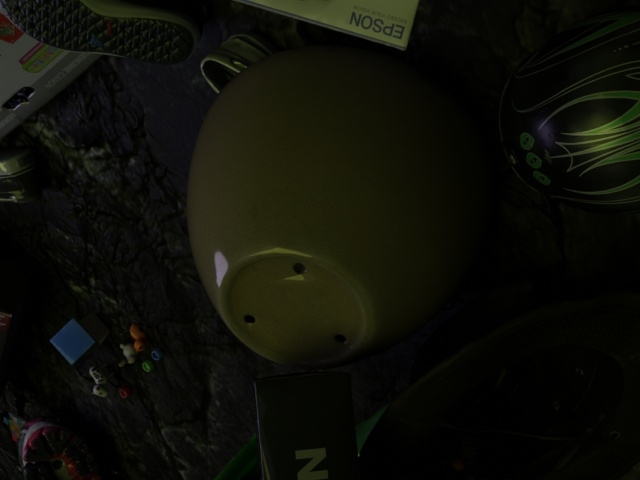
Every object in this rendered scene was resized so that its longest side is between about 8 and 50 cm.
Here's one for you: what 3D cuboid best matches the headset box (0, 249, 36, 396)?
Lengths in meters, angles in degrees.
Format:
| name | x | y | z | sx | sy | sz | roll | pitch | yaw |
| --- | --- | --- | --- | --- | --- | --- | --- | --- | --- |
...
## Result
| name | x | y | z | sx | sy | sz | roll | pitch | yaw |
| --- | --- | --- | --- | --- | --- | --- | --- | --- | --- |
| headset box | -0.509 | 0.103 | 1.531 | 0.218 | 0.110 | 0.293 | 19 | 131 | -8 |

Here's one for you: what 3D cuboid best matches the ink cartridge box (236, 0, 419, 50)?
| name | x | y | z | sx | sy | sz | roll | pitch | yaw |
| --- | --- | --- | --- | --- | --- | --- | --- | --- | --- |
| ink cartridge box | 0.009 | -0.281 | 0.948 | 0.206 | 0.045 | 0.208 | 20 | 106 | 17 |

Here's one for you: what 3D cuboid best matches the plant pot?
| name | x | y | z | sx | sy | sz | roll | pitch | yaw |
| --- | --- | --- | --- | --- | --- | --- | --- | --- | --- |
| plant pot | 0.000 | 0.000 | 1.017 | 0.284 | 0.191 | 0.284 | 9 | 130 | 11 |

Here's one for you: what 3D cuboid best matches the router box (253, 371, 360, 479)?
| name | x | y | z | sx | sy | sz | roll | pitch | yaw |
| --- | --- | --- | --- | --- | --- | --- | --- | --- | --- |
| router box | -0.007 | 0.269 | 1.009 | 0.243 | 0.081 | 0.309 | 115 | 150 | -82 |

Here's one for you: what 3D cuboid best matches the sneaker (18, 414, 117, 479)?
| name | x | y | z | sx | sy | sz | roll | pitch | yaw |
| --- | --- | --- | --- | --- | --- | --- | --- | --- | --- |
| sneaker | -0.325 | 0.371 | 1.619 | 0.112 | 0.121 | 0.299 | 23 | 135 | 63 |

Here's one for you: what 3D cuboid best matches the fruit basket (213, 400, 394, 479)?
| name | x | y | z | sx | sy | sz | roll | pitch | yaw |
| --- | --- | --- | --- | --- | --- | --- | --- | --- | --- |
| fruit basket | 0.035 | 0.340 | 1.226 | 0.392 | 0.283 | 0.392 | 31 | 148 | 22 |

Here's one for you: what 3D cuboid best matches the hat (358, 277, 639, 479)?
| name | x | y | z | sx | sy | sz | roll | pitch | yaw |
| --- | --- | --- | --- | --- | --- | --- | --- | --- | --- |
| hat | 0.174 | 0.127 | 1.043 | 0.134 | 0.331 | 0.331 | -106 | 27 | -44 |

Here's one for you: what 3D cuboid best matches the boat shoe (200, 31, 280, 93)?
| name | x | y | z | sx | sy | sz | roll | pitch | yaw |
| --- | --- | --- | --- | --- | --- | --- | --- | --- | --- |
| boat shoe | -0.024 | -0.105 | 1.114 | 0.226 | 0.076 | 0.083 | 40 | 133 | 12 |

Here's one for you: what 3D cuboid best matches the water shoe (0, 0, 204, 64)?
| name | x | y | z | sx | sy | sz | roll | pitch | yaw |
| --- | --- | --- | --- | --- | --- | --- | --- | --- | --- |
| water shoe | -0.216 | -0.226 | 1.148 | 0.203 | 0.080 | 0.073 | 17 | 128 | -5 |

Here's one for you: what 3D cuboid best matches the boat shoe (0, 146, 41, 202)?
| name | x | y | z | sx | sy | sz | roll | pitch | yaw |
| --- | --- | --- | --- | --- | --- | --- | --- | --- | --- |
| boat shoe | -0.436 | -0.072 | 1.451 | 0.219 | 0.078 | 0.070 | 1 | 115 | 35 |

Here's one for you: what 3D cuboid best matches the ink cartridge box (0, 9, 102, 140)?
| name | x | y | z | sx | sy | sz | roll | pitch | yaw |
| --- | --- | --- | --- | --- | --- | --- | --- | --- | --- |
| ink cartridge box | -0.414 | -0.242 | 1.263 | 0.272 | 0.130 | 0.309 | 22 | 148 | -36 |

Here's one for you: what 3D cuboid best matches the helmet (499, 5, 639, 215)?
| name | x | y | z | sx | sy | sz | roll | pitch | yaw |
| --- | --- | --- | --- | --- | --- | --- | --- | --- | --- |
| helmet | 0.234 | -0.098 | 0.874 | 0.161 | 0.169 | 0.169 | -2 | 115 | 57 |

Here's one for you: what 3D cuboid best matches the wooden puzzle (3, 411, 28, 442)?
| name | x | y | z | sx | sy | sz | roll | pitch | yaw |
| --- | --- | --- | --- | --- | --- | --- | --- | --- | --- |
| wooden puzzle | -0.435 | 0.280 | 1.707 | 0.083 | 0.006 | 0.049 | 16 | 124 | 30 |

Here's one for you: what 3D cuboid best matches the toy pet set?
| name | x | y | z | sx | sy | sz | roll | pitch | yaw |
| --- | --- | --- | --- | --- | --- | --- | --- | --- | --- |
| toy pet set | -0.277 | 0.147 | 1.466 | 0.114 | 0.065 | 0.122 | 46 | 133 | 6 |
